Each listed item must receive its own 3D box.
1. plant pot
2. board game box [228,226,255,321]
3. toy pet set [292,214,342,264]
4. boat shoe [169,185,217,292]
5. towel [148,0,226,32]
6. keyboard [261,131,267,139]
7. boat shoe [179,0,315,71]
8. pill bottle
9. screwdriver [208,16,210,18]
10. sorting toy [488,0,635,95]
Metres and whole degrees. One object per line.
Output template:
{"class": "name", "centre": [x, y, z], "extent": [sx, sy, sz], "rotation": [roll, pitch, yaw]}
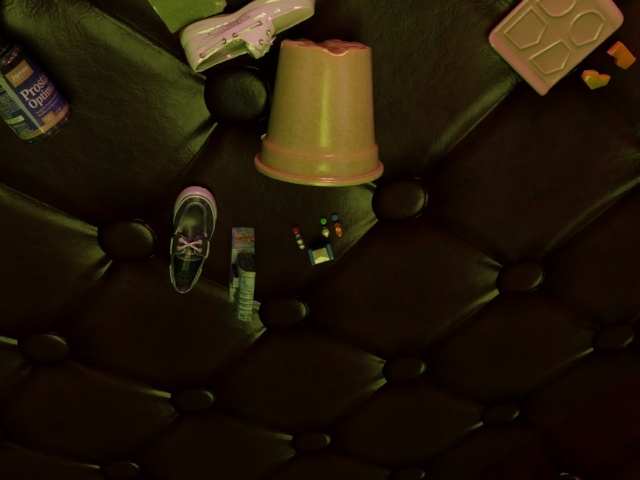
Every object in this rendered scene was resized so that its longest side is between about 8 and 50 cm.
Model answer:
{"class": "plant pot", "centre": [0.003, -0.273, 1.283], "extent": [0.275, 0.276, 0.254], "rotation": [0, 114, -8]}
{"class": "board game box", "centre": [-0.202, 0.075, 1.617], "extent": [0.060, 0.194, 0.194], "rotation": [1, 116, -10]}
{"class": "toy pet set", "centre": [0.000, 0.000, 1.654], "extent": [0.122, 0.065, 0.114], "rotation": [-16, 96, 2]}
{"class": "boat shoe", "centre": [-0.326, 0.007, 1.570], "extent": [0.108, 0.102, 0.301], "rotation": [10, 129, -16]}
{"class": "towel", "centre": [-0.261, -0.466, 1.198], "extent": [0.148, 0.027, 0.110], "rotation": [-12, 132, 28]}
{"class": "keyboard", "centre": [-0.009, -0.269, 1.435], "extent": [0.255, 0.014, 0.072], "rotation": [-24, 129, 13]}
{"class": "boat shoe", "centre": [-0.132, -0.399, 1.226], "extent": [0.276, 0.096, 0.098], "rotation": [-19, 172, 7]}
{"class": "pill bottle", "centre": [-0.608, -0.310, 1.245], "extent": [0.122, 0.123, 0.219], "rotation": [-21, 130, 11]}
{"class": "screwdriver", "centre": [-0.224, -0.439, 1.256], "extent": [0.025, 0.024, 0.170], "rotation": [-19, 135, -6]}
{"class": "sorting toy", "centre": [0.533, -0.431, 1.359], "extent": [0.307, 0.041, 0.229], "rotation": [31, 116, -30]}
